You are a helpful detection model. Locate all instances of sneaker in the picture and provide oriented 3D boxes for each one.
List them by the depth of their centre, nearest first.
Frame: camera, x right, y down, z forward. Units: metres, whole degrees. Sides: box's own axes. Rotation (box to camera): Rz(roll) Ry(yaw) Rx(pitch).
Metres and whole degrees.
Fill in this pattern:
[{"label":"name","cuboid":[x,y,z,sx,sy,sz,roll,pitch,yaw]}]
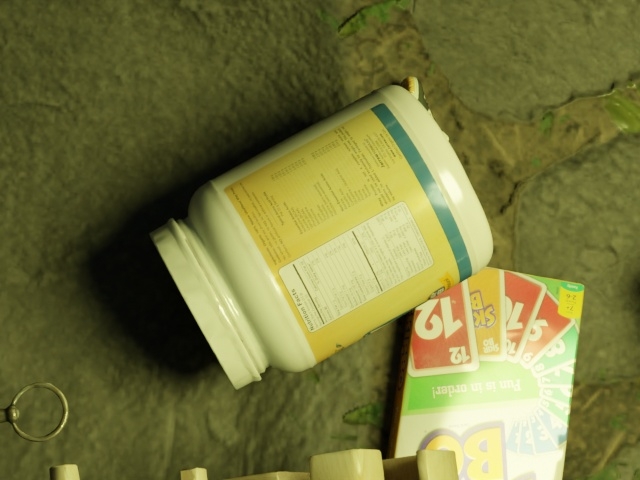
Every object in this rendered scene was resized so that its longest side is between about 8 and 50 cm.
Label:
[{"label":"sneaker","cuboid":[0.077,-0.080,1.159,0.037,0.032,0.083,-2,84,-23]}]

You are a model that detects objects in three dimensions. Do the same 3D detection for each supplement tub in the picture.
[{"label":"supplement tub","cuboid":[0.000,0.000,1.058,0.199,0.144,0.144,-29,83,-4]}]

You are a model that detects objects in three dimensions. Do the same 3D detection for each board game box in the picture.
[{"label":"board game box","cuboid":[0.111,0.147,1.110,0.124,0.039,0.259,10,79,-7]}]

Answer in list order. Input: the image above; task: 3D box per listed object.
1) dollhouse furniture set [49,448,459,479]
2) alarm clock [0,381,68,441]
[{"label":"dollhouse furniture set","cuboid":[-0.112,0.219,0.882,0.303,0.355,0.174,-13,76,27]},{"label":"alarm clock","cuboid":[-0.262,0.123,1.028,0.192,0.064,0.129,-6,71,-4]}]
